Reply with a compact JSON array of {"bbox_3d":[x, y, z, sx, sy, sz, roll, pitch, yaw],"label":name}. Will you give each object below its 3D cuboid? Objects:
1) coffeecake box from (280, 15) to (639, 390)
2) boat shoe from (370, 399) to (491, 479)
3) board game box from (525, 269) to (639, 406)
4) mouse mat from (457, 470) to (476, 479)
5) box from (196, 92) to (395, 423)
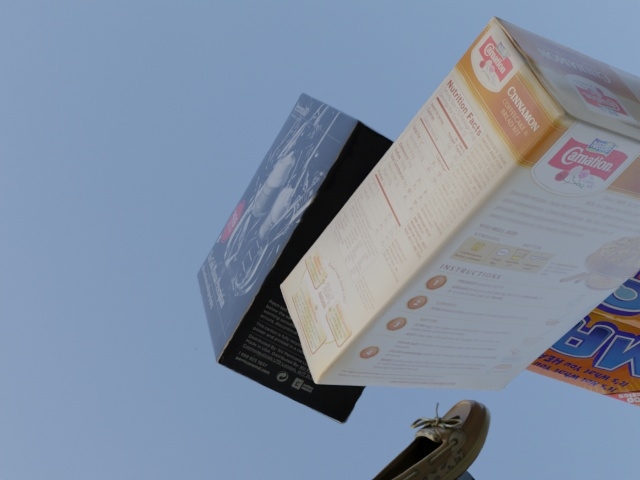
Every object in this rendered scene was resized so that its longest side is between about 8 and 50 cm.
[{"bbox_3d":[0.090,-0.003,0.431,0.142,0.185,0.068,9,-137,-37],"label":"coffeecake box"},{"bbox_3d":[0.162,0.338,1.316,0.089,0.104,0.285,51,-123,-7],"label":"boat shoe"},{"bbox_3d":[0.449,-0.010,1.396,0.356,0.356,0.356,19,-135,-7],"label":"board game box"},{"bbox_3d":[0.193,0.422,1.305,0.152,0.189,0.007,-22,-72,-10],"label":"mouse mat"},{"bbox_3d":[0.000,0.000,1.092,0.178,0.343,0.313,29,-84,-18],"label":"box"}]
